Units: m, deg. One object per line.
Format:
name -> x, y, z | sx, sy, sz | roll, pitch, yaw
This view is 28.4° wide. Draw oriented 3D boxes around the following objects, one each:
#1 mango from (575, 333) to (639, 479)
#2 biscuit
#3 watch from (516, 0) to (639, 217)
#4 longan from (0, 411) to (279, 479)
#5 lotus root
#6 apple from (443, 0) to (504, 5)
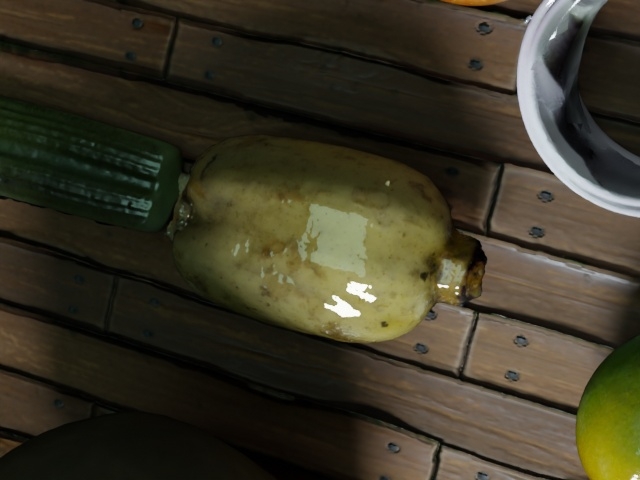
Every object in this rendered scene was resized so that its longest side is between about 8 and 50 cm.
mango -> 0.320, 0.129, 0.977 | 0.251, 0.114, 0.156 | -21, 76, 7
biscuit -> -0.281, -0.082, 1.208 | 0.322, 0.038, 0.099 | 16, 95, 18
watch -> 0.260, -0.155, 0.964 | 0.244, 0.196, 0.231 | 42, 127, 13
longan -> -0.146, 0.304, 1.013 | 0.361, 0.361, 0.361 | 1, 94, 19
lotus root -> 0.000, 0.000, 1.059 | 0.284, 0.146, 0.160 | 13, 115, 15
apple -> 0.117, -0.267, 0.996 | 0.139, 0.163, 0.163 | -1, 93, 33
